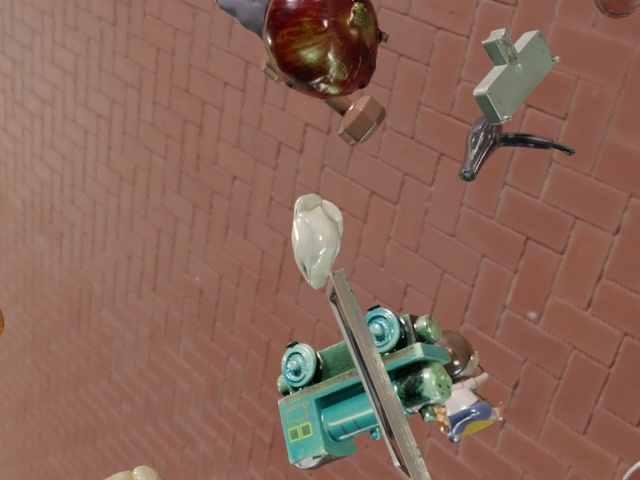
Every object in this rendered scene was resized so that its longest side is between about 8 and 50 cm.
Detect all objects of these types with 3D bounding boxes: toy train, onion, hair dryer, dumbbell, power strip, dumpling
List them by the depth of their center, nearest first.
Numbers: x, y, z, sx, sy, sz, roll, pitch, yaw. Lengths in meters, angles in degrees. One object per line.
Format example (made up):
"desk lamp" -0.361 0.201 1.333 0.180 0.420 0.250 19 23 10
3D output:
"onion" -0.001 -0.194 0.733 0.119 0.119 0.117 -22 62 47
"toy train" 0.065 0.225 1.210 0.298 0.120 0.194 -28 61 29
"dumbbell" 0.004 -0.260 1.344 0.231 0.082 0.092 39 168 -10
"power strip" 0.379 -0.348 1.554 0.061 0.215 0.145 1 134 54
"hair dryer" 0.395 -0.182 1.565 0.219 0.195 0.075 8 137 23
"dumpling" 0.000 0.000 1.902 0.124 0.151 0.228 3 96 42

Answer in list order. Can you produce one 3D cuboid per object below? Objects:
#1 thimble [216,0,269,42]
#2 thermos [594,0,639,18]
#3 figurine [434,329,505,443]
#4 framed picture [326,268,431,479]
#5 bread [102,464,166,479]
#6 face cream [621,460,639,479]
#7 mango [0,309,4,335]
"thimble" -0.035 -0.282 0.856 0.151 0.127 0.118 32 117 -14
"thermos" 0.592 -0.484 1.446 0.124 0.099 0.232 61 -179 -1
"figurine" 0.288 0.300 1.730 0.161 0.158 0.275 -28 61 13
"framed picture" 0.049 0.131 0.743 0.150 0.015 0.203 100 148 -80
"bread" -0.279 0.428 1.147 0.141 0.148 0.133 39 153 62
"face cream" 0.468 0.364 0.957 0.201 0.187 0.200 -2 82 16
"mango" -0.724 0.197 1.470 0.289 0.146 0.129 -35 96 7
